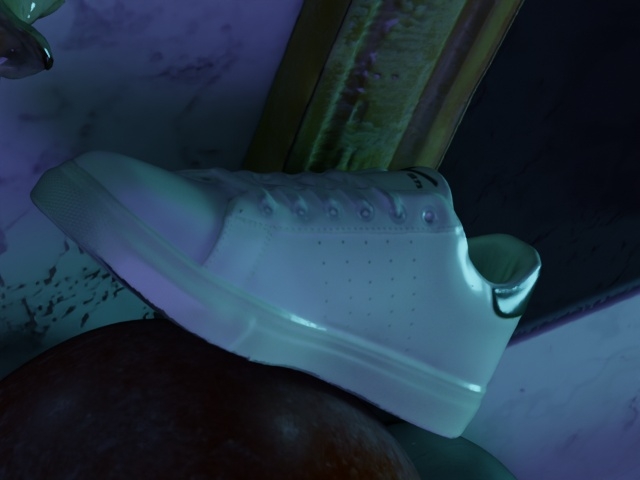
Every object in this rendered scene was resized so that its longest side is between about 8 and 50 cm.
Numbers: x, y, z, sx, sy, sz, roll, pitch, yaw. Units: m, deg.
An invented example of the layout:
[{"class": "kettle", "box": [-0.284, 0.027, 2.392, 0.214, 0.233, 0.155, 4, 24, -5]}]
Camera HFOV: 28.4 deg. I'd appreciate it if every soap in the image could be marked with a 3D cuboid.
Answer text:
[{"class": "soap", "box": [0.036, -0.090, 0.576, 0.092, 0.037, 0.252, -1, 133, -31]}]

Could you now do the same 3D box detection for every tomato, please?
[{"class": "tomato", "box": [-0.070, 0.156, 0.619, 0.270, 0.227, 0.270, 1, 147, 1]}]

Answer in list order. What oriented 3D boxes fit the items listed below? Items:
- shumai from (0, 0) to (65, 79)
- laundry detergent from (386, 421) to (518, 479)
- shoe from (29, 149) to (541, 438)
[{"class": "shumai", "box": [-0.125, -0.100, 0.410, 0.145, 0.116, 0.145, -17, 137, -16]}, {"class": "laundry detergent", "box": [0.047, 0.222, 0.831, 0.215, 0.105, 0.280, -47, 143, -10]}, {"class": "shoe", "box": [0.000, 0.000, 0.565, 0.265, 0.095, 0.110, 31, 96, -42]}]
